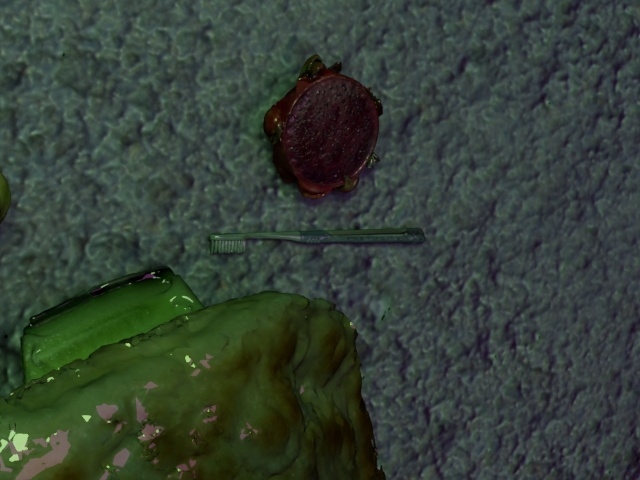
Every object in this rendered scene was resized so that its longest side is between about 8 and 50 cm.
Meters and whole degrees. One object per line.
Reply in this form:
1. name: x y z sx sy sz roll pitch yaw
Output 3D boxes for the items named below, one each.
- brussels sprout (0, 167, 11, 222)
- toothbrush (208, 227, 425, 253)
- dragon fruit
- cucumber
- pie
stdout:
1. brussels sprout: -0.320 -0.008 0.850 0.131 0.145 0.183 41 32 0
2. toothbrush: 0.000 0.000 1.077 0.219 0.016 0.019 -2 98 -27
3. dragon fruit: -0.004 -0.101 1.040 0.126 0.068 0.112 37 90 -38
4. cucumber: -0.178 0.105 0.965 0.193 0.115 0.086 -34 153 -24
5. pie: -0.092 0.223 0.899 0.395 0.180 0.418 -37 131 -31
